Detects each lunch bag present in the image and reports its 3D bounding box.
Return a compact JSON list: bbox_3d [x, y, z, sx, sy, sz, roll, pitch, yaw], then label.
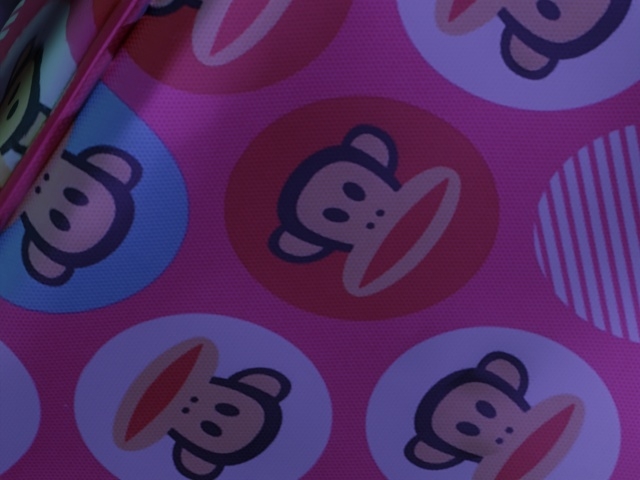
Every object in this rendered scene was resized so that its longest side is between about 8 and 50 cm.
[{"bbox_3d":[0.000,0.000,0.520,0.258,0.120,0.293,29,119,-21],"label":"lunch bag"}]
